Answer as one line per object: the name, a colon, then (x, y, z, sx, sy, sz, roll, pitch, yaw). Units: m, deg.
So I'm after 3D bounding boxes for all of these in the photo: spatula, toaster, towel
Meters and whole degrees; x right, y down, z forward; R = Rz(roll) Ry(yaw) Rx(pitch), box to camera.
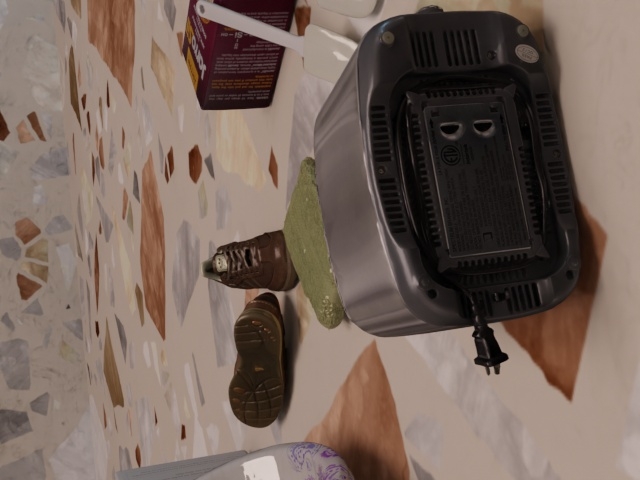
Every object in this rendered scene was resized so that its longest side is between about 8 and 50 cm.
spatula: (-0.033, -0.241, 0.909, 0.242, 0.019, 0.168, 29, 131, 38)
toaster: (0.073, -0.025, 0.652, 0.146, 0.129, 0.227, 145, 116, -71)
towel: (0.000, 0.000, 0.982, 0.148, 0.027, 0.110, -114, 29, -42)

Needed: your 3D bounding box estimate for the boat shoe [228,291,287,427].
boat shoe: (-0.064, 0.136, 1.151, 0.060, 0.064, 0.178, -67, -15, -53)

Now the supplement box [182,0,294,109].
supplement box: (-0.087, -0.240, 1.078, 0.188, 0.081, 0.104, 108, 149, -47)

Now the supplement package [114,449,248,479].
supplement package: (-0.125, 0.402, 1.188, 0.293, 0.177, 0.175, -139, 47, -62)

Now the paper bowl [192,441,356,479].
paper bowl: (-0.070, 0.318, 0.908, 0.148, 0.284, 0.284, 60, 162, -12)

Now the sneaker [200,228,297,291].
sneaker: (-0.081, 0.029, 1.135, 0.188, 0.071, 0.066, 154, 109, -68)
